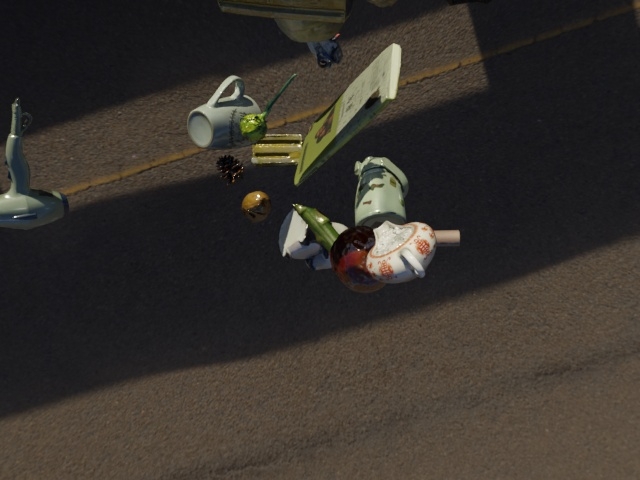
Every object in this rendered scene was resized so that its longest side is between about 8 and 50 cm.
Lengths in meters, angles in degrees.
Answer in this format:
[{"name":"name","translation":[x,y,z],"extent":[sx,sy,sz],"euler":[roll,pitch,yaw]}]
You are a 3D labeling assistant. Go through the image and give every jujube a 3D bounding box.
[{"name":"jujube","translation":[0.108,0.053,1.182],"extent":[0.189,0.255,0.190],"euler":[2,85,-21]}]

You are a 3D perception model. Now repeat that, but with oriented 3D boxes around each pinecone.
[{"name":"pinecone","translation":[-0.324,-0.257,1.463],"extent":[0.102,0.102,0.110],"euler":[-29,89,8]}]

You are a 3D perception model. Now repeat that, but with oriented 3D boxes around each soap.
[{"name":"soap","translation":[-0.076,-0.460,0.747],"extent":[0.251,0.092,0.037],"euler":[7,67,5]},{"name":"soap","translation":[-0.193,-0.406,1.827],"extent":[0.232,0.076,0.135],"euler":[-1,91,-2]}]

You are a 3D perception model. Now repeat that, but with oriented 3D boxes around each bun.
[{"name":"bun","translation":[-0.005,-0.630,1.009],"extent":[0.168,0.272,0.273],"euler":[26,104,22]}]

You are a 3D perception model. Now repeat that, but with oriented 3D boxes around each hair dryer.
[{"name":"hair dryer","translation":[-0.486,-0.092,0.594],"extent":[0.067,0.167,0.199],"euler":[33,137,33]}]

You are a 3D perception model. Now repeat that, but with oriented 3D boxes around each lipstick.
[{"name":"lipstick","translation":[0.476,-0.008,1.779],"extent":[0.254,0.070,0.070],"euler":[-1,104,13]}]

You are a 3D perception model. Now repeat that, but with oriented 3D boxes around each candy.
[{"name":"candy","translation":[-0.068,-0.176,0.533],"extent":[0.123,0.035,0.035],"euler":[-38,59,42]}]

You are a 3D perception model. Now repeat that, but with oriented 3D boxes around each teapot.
[{"name":"teapot","translation":[0.172,0.028,0.846],"extent":[0.159,0.245,0.116],"euler":[-26,100,-4]}]

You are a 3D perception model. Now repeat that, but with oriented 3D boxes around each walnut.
[{"name":"walnut","translation":[-0.301,-0.158,1.896],"extent":[0.137,0.245,0.137],"euler":[3,81,-20]}]

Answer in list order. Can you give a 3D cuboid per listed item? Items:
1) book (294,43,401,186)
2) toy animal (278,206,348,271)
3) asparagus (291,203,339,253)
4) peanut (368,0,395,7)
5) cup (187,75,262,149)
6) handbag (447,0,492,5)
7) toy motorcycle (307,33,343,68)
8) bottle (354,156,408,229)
[{"name":"book","translation":[0.059,-0.303,0.996],"extent":[0.035,0.240,0.352],"euler":[32,137,-24]},{"name":"toy animal","translation":[0.000,0.000,1.724],"extent":[0.309,0.251,0.251],"euler":[22,106,-38]},{"name":"asparagus","translation":[0.026,-0.016,1.418],"extent":[0.085,0.082,0.343],"euler":[-38,77,-7]},{"name":"peanut","translation":[0.261,-1.063,1.693],"extent":[0.152,0.313,0.152],"euler":[10,114,23]},{"name":"cup","translation":[-0.342,-0.451,1.446],"extent":[0.186,0.234,0.258],"euler":[26,122,23]},{"name":"handbag","translation":[0.445,-0.875,1.323],"extent":[0.246,0.223,0.080],"euler":[36,103,-31]},{"name":"toy motorcycle","translation":[0.014,-0.694,1.355],"extent":[0.102,0.221,0.150],"euler":[32,78,35]},{"name":"bottle","translation":[0.253,-0.198,1.707],"extent":[0.228,0.352,0.229],"euler":[1,148,1]}]
